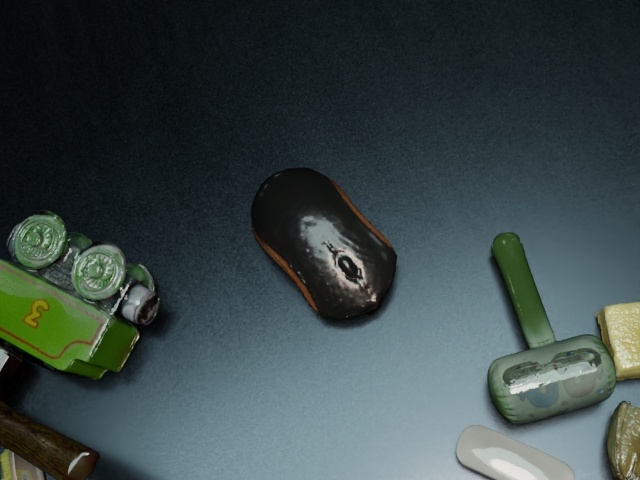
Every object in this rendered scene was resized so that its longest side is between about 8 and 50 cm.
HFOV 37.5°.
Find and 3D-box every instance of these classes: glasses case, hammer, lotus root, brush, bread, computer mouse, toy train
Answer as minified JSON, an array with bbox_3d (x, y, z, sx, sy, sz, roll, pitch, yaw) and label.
[{"bbox_3d":[0.318,0.368,1.543,0.197,0.049,0.076,22,73,15],"label":"glasses case"},{"bbox_3d":[0.357,0.136,1.602,0.206,0.119,0.335,-15,62,1],"label":"hammer"},{"bbox_3d":[0.521,0.345,1.516,0.143,0.070,0.144,28,71,10],"label":"lotus root"},{"bbox_3d":[-0.507,0.324,1.567,0.409,0.095,0.242,14,66,39],"label":"hammer"},{"bbox_3d":[-0.494,0.492,1.602,0.067,0.072,0.313,-29,67,24],"label":"brush"},{"bbox_3d":[0.570,0.161,1.579,0.188,0.068,0.125,-8,69,5],"label":"bread"},{"bbox_3d":[-0.001,-0.002,1.691,0.183,0.116,0.323,-41,71,-3],"label":"computer mouse"},{"bbox_3d":[-0.454,0.105,1.682,0.307,0.173,0.249,25,81,15],"label":"toy train"}]
